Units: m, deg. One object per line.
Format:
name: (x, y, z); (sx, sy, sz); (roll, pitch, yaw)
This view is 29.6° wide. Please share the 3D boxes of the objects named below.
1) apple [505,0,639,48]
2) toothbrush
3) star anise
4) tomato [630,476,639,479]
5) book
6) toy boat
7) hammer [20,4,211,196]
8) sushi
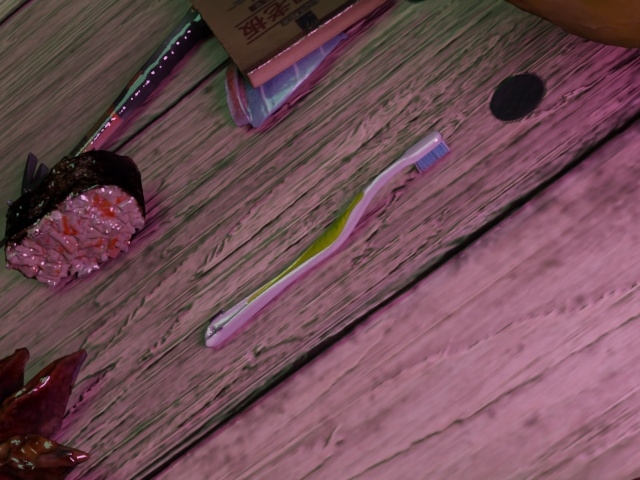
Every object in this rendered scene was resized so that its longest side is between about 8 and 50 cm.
apple: (0.240, -0.350, 0.766); (0.473, 0.473, 0.474); (-21, 47, 25)
toothbrush: (0.000, 0.000, 0.996); (0.263, 0.026, 0.022); (-40, 36, 7)
star anise: (-0.299, 0.192, 1.044); (0.288, 0.088, 0.288); (-22, 45, 23)
tomato: (0.188, 0.207, 0.565); (0.208, 0.184, 0.208); (-23, 46, 26)
book: (-0.049, -0.256, 1.191); (0.161, 0.026, 0.231); (-34, 48, -1)
toy boat: (-0.032, -0.159, 1.140); (0.122, 0.034, 0.096); (-23, 52, 22)
hammer: (-0.208, -0.136, 1.265); (0.288, 0.033, 0.111); (-49, 43, -4)
sushi: (-0.233, -0.020, 1.153); (0.150, 0.090, 0.078); (-30, 40, 19)
